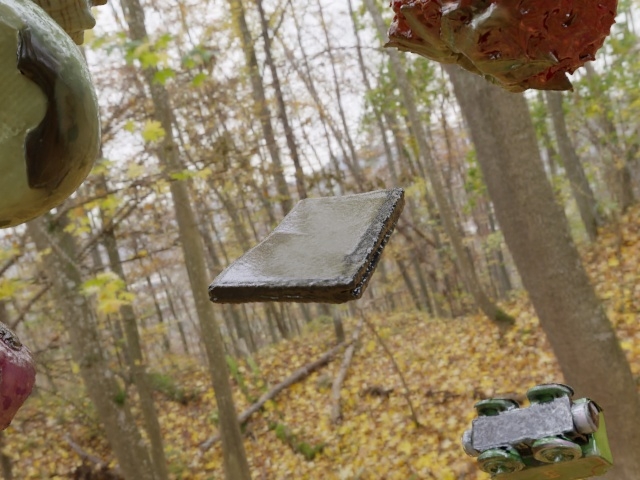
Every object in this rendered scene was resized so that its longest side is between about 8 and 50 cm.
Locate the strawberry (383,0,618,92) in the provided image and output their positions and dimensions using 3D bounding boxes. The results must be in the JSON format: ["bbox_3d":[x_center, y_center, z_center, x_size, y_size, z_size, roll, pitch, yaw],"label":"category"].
[{"bbox_3d":[0.240,-0.353,0.790,0.292,0.343,0.292,22,12,-5],"label":"strawberry"}]

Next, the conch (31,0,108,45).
[{"bbox_3d":[-0.406,-0.368,0.960,0.170,0.203,0.386,12,33,14],"label":"conch"}]

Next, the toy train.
[{"bbox_3d":[0.491,0.446,1.504,0.307,0.173,0.249,-27,-48,33],"label":"toy train"}]

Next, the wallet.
[{"bbox_3d":[0.000,0.001,0.618,0.124,0.025,0.244,-3,21,18],"label":"wallet"}]

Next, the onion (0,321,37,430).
[{"bbox_3d":[-0.499,0.167,0.915,0.201,0.200,0.207,-12,29,6],"label":"onion"}]

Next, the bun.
[{"bbox_3d":[-0.390,-0.154,0.809,0.283,0.283,0.179,-12,10,4],"label":"bun"}]
